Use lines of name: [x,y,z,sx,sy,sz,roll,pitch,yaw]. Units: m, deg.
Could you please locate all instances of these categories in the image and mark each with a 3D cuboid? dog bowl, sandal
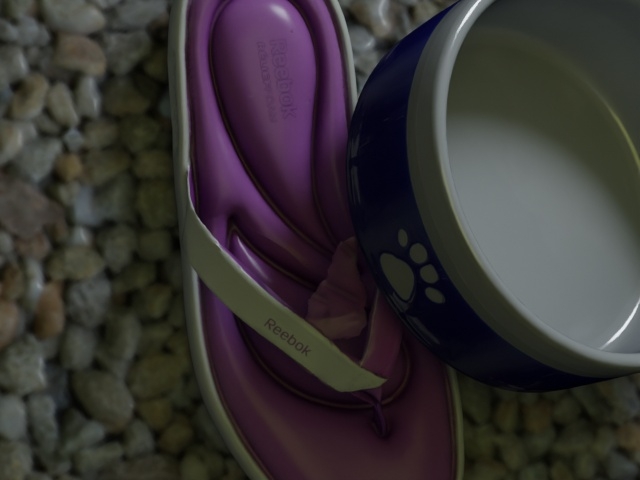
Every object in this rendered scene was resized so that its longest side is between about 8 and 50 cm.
dog bowl: [0.151,-0.038,1.165,0.265,0.104,0.265,10,71,-31]
sandal: [-0.015,0.005,1.179,0.169,0.102,0.416,-16,85,-11]
